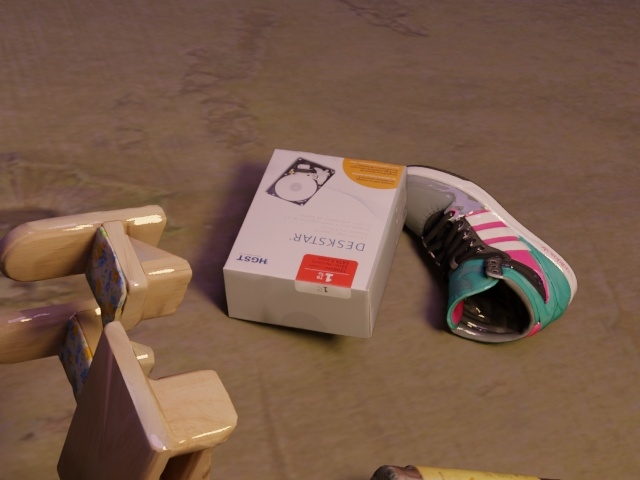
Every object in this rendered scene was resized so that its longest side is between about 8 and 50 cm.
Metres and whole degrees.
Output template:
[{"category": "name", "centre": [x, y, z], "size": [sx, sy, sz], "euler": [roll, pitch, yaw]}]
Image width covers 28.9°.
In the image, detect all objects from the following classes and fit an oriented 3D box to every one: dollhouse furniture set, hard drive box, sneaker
[{"category": "dollhouse furniture set", "centre": [-0.229, 0.237, 1.056], "size": [0.256, 0.394, 0.362], "euler": [-9, 56, -30]}, {"category": "hard drive box", "centre": [0.000, 0.000, 1.547], "size": [0.181, 0.089, 0.232], "euler": [8, 45, 11]}, {"category": "sneaker", "centre": [0.187, 0.031, 1.627], "size": [0.295, 0.124, 0.178], "euler": [35, 36, 6]}]

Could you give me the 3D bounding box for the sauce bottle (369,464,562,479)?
[{"category": "sauce bottle", "centre": [0.223, 0.315, 1.392], "size": [0.344, 0.111, 0.111], "euler": [6, 49, -18]}]
